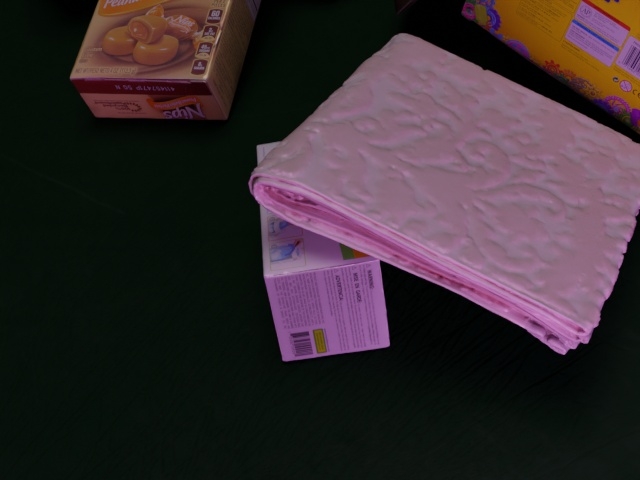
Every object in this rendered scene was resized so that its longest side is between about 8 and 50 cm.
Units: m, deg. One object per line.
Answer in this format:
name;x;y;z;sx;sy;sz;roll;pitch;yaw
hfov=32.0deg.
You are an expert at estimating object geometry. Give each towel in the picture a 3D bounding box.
towel;0.141;-0.061;1.045;0.317;0.053;0.332;27;39;11

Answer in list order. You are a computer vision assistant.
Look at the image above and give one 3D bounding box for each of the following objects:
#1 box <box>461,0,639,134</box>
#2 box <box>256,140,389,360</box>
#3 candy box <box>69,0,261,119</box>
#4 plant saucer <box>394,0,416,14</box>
box;0.364;-0.295;1.212;0.290;0.177;0.279;37;56;15
box;0.000;0.000;1.069;0.103;0.114;0.203;-8;40;1
candy box;-0.176;-0.303;1.405;0.183;0.087;0.316;3;62;17
plant saucer;0.202;-0.396;1.377;0.310;0.050;0.310;-39;4;3
